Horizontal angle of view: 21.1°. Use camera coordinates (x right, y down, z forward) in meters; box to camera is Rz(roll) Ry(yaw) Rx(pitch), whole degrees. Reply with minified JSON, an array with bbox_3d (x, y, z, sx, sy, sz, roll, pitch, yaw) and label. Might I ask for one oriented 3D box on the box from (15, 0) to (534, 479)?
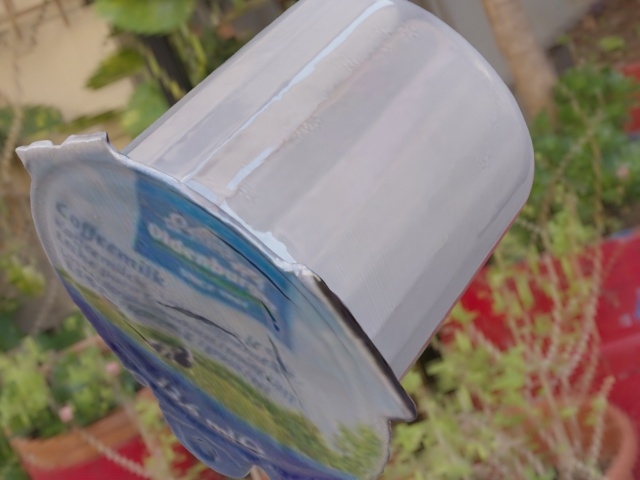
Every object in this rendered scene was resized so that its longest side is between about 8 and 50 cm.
[{"bbox_3d":[0.000,0.000,0.985,0.262,0.291,0.206,32,62,21],"label":"box"}]
